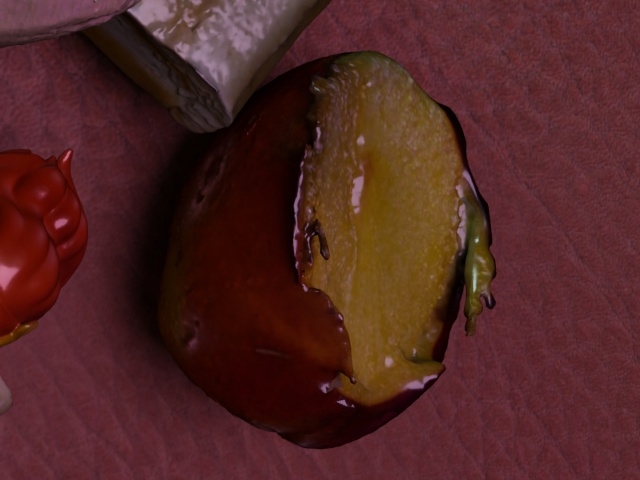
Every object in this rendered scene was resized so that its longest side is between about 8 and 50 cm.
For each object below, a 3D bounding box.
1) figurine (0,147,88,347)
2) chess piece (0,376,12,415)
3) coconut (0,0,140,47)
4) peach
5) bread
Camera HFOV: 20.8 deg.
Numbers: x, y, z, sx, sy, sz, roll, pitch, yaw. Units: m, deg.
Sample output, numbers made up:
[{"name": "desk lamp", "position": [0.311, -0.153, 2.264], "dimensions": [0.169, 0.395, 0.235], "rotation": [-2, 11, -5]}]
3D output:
[{"name": "figurine", "position": [-0.328, 0.000, 1.692], "dimensions": [0.208, 0.257, 0.181], "rotation": [-4, 101, -37]}, {"name": "chess piece", "position": [-0.486, 0.246, 1.714], "dimensions": [0.397, 0.117, 0.117], "rotation": [-42, 120, -22]}, {"name": "coconut", "position": [-0.290, -0.323, 1.484], "dimensions": [0.404, 0.404, 0.405], "rotation": [-7, 103, -36]}, {"name": "peach", "position": [0.000, 0.000, 1.887], "dimensions": [0.339, 0.353, 0.417], "rotation": [5, 119, -55]}, {"name": "bread", "position": [-0.127, -0.324, 1.813], "dimensions": [0.300, 0.210, 0.341], "rotation": [42, 73, -21]}]
